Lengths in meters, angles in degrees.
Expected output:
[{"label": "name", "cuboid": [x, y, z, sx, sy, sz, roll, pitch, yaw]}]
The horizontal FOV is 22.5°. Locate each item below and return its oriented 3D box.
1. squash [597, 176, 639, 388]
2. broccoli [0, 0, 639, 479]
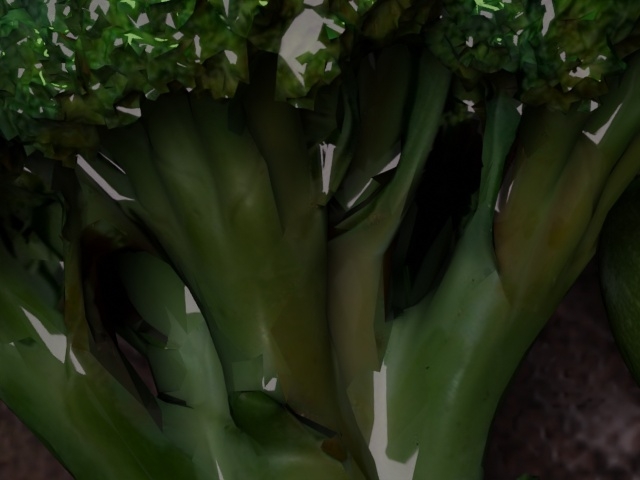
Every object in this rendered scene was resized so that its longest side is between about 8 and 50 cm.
[{"label": "squash", "cuboid": [0.241, 0.090, 0.423, 0.395, 0.107, 0.107, 31, 89, 17]}, {"label": "broccoli", "cuboid": [0.000, 0.000, 0.426, 0.269, 0.254, 0.269, 1, 92, 33]}]
